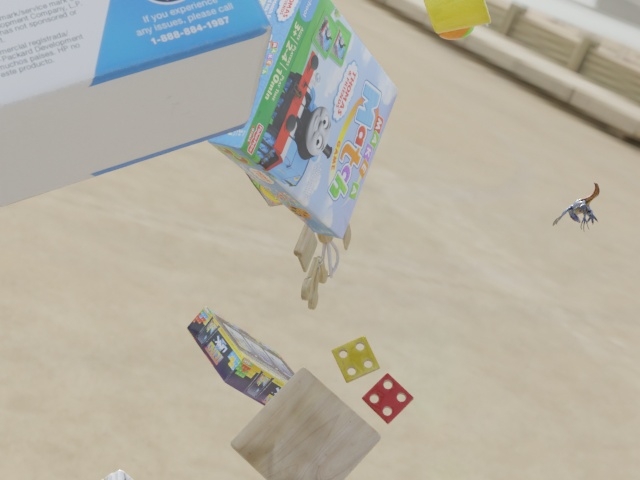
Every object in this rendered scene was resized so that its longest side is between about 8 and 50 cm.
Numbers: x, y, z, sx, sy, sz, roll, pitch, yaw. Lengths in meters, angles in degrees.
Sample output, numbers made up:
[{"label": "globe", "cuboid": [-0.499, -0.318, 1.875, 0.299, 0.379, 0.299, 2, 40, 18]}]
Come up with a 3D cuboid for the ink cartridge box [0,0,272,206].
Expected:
[{"label": "ink cartridge box", "cuboid": [-0.131, -0.130, 0.494, 0.148, 0.086, 0.203, -20, 70, -17]}]

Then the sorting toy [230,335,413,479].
[{"label": "sorting toy", "cuboid": [-0.011, 0.243, 1.406, 0.132, 0.274, 0.046, 40, -14, 15]}]

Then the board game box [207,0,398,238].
[{"label": "board game box", "cuboid": [-0.007, -0.112, 1.005, 0.039, 0.160, 0.211, 15, -13, 28]}]

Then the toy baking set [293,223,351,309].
[{"label": "toy baking set", "cuboid": [0.000, -0.006, 1.808, 0.030, 0.196, 0.256, 10, 28, 16]}]

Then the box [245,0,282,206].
[{"label": "box", "cuboid": [-0.058, -0.264, 2.033, 0.177, 0.279, 0.290, -9, -41, 24]}]

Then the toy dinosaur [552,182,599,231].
[{"label": "toy dinosaur", "cuboid": [0.385, -0.046, 1.677, 0.047, 0.090, 0.082, 32, 13, -8]}]

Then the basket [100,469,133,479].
[{"label": "basket", "cuboid": [-0.316, 0.461, 1.811, 0.113, 0.103, 0.167, -101, 163, -46]}]

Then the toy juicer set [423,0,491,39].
[{"label": "toy juicer set", "cuboid": [0.128, -0.382, 1.289, 0.090, 0.328, 0.209, -19, -3, 10]}]

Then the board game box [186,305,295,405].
[{"label": "board game box", "cuboid": [-0.098, 0.181, 1.646, 0.170, 0.048, 0.141, 38, 6, -40]}]
